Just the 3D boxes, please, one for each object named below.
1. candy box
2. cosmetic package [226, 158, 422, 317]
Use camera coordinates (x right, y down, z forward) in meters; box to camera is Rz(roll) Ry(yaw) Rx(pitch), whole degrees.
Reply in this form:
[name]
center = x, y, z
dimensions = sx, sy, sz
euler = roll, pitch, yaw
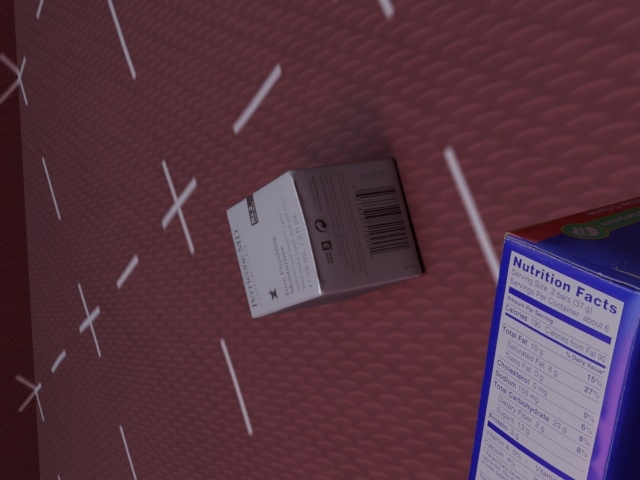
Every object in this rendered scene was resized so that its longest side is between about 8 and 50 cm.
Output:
[candy box]
center = 0.240, 0.131, 0.645
dimensions = 0.122, 0.268, 0.317
euler = 29, 122, 46
[cosmetic package]
center = 0.000, 0.000, 1.083
dimensions = 0.184, 0.151, 0.151
euler = -25, 76, 57
